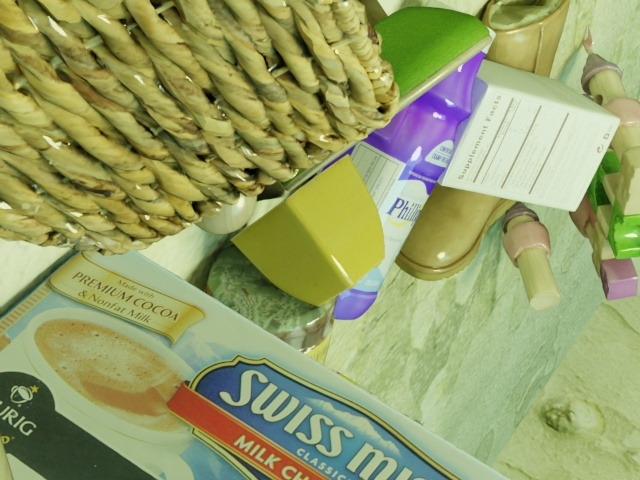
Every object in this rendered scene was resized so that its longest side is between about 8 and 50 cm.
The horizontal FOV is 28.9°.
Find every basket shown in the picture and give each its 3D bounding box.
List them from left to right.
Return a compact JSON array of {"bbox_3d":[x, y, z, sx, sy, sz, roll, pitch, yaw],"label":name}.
[{"bbox_3d":[-0.119,-0.145,0.531,0.213,0.223,0.299,-26,161,6],"label":"basket"}]

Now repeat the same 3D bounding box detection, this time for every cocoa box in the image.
[{"bbox_3d":[-0.074,0.205,0.769,0.228,0.347,0.231,-46,156,-35],"label":"cocoa box"}]

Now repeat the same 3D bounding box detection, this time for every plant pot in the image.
[{"bbox_3d":[0.000,0.000,0.940,0.081,0.083,0.081,-37,-178,-42],"label":"plant pot"}]

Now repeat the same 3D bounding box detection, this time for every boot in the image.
[{"bbox_3d":[0.165,-0.118,1.308,0.236,0.089,0.269,-47,155,-40],"label":"boot"}]

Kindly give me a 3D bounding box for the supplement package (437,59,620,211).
[{"bbox_3d":[0.174,-0.106,1.185,0.179,0.105,0.105,9,114,-35],"label":"supplement package"}]

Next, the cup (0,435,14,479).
[{"bbox_3d":[-0.227,0.139,0.418,0.331,0.331,0.237,71,28,-66],"label":"cup"}]

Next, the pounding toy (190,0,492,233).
[{"bbox_3d":[-0.002,-0.117,0.893,0.237,0.110,0.183,-35,-178,22],"label":"pounding toy"}]

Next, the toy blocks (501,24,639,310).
[{"bbox_3d":[0.397,-0.098,1.660,0.289,0.309,0.260,86,-4,-47],"label":"toy blocks"}]

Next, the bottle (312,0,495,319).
[{"bbox_3d":[0.057,-0.069,1.080,0.283,0.092,0.118,-62,162,7],"label":"bottle"}]

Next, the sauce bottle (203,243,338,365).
[{"bbox_3d":[-0.063,0.152,1.080,0.111,0.111,0.344,-41,153,-42],"label":"sauce bottle"}]

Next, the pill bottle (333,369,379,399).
[{"bbox_3d":[0.038,0.187,1.424,0.043,0.083,0.043,-49,158,-27],"label":"pill bottle"}]

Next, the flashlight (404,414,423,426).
[{"bbox_3d":[-0.054,0.215,0.990,0.304,0.103,0.103,-13,140,-14],"label":"flashlight"}]
